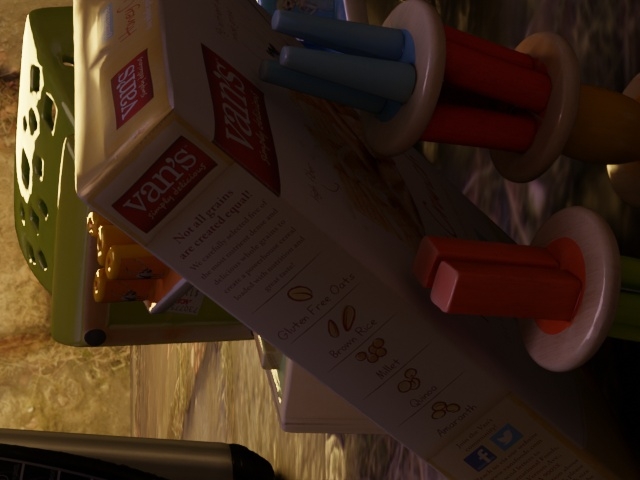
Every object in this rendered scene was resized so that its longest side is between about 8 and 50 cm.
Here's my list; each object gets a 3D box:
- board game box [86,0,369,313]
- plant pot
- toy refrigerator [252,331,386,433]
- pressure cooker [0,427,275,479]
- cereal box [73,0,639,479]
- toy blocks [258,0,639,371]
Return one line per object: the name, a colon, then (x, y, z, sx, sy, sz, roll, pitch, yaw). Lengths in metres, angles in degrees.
board game box: (-0.094, -0.187, 0.883, 0.390, 0.050, 0.390, 141, 122, -63)
plant pot: (-0.124, -0.042, 1.201, 0.207, 0.228, 0.227, -112, 27, -50)
toy refrigerator: (0.000, 0.000, 0.884, 0.269, 0.094, 0.102, -111, 26, -61)
pressure cooker: (-0.251, 0.338, 1.196, 0.370, 0.420, 0.376, -134, 49, -82)
cereal box: (0.013, -0.003, 0.532, 0.047, 0.240, 0.173, -41, 31, 16)
toy blocks: (0.055, -0.018, 0.471, 0.054, 0.148, 0.123, 128, 145, -50)
